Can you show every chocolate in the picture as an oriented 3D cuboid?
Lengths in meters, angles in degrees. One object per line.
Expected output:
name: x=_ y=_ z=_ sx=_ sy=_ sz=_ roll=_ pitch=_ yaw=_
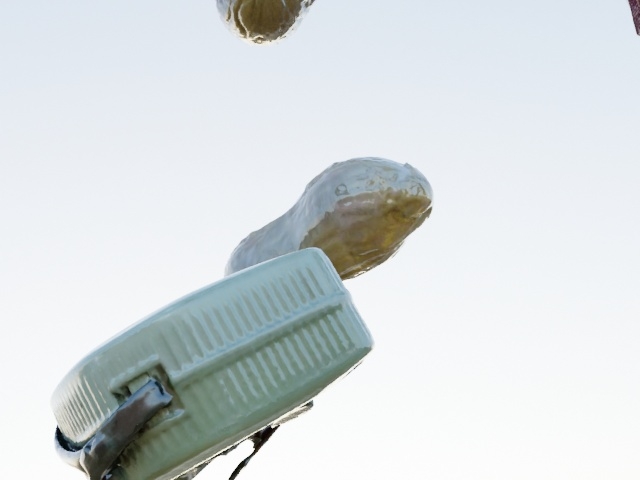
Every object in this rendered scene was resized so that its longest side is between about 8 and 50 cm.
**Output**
chocolate: x=0.000 y=0.000 z=1.063 sx=0.309 sy=0.134 sz=0.134 roll=-33 pitch=-37 yaw=31

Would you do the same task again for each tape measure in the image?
tape measure: x=-0.087 y=0.113 z=0.616 sx=0.207 sy=0.115 sz=0.235 roll=-27 pitch=-8 yaw=-35

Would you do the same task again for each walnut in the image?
walnut: x=-0.112 y=-0.491 z=1.737 sx=0.228 sy=0.228 sz=0.228 roll=-10 pitch=-33 yaw=-7

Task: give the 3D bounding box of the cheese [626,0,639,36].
cheese: x=0.335 y=-0.278 z=0.809 sx=0.062 sy=0.244 sz=0.155 roll=13 pitch=-38 yaw=42
